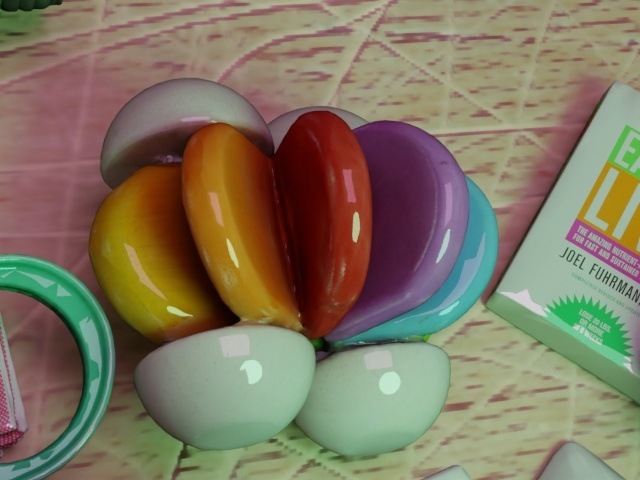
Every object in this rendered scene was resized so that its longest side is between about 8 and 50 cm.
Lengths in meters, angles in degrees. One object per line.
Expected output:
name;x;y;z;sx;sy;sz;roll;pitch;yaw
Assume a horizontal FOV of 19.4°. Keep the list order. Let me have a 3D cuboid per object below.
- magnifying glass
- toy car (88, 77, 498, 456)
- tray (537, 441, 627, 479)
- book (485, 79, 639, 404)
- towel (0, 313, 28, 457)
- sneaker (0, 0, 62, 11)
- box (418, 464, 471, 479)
magnifying glass;-0.169;0.102;0.739;0.092;0.026;0.231;42;72;-8
toy car;0.000;0.000;0.795;0.182;0.136;0.159;9;59;-41
tray;0.106;0.221;0.801;0.145;0.030;0.270;38;59;0
book;0.154;0.000;0.929;0.096;0.035;0.144;32;61;0
towel;-0.230;0.034;0.775;0.197;0.029;0.144;-7;67;-22
sneaker;-0.228;-0.256;0.859;0.146;0.134;0.343;-13;71;-24
box;-0.111;0.189;0.623;0.322;0.232;0.058;-18;71;-26
